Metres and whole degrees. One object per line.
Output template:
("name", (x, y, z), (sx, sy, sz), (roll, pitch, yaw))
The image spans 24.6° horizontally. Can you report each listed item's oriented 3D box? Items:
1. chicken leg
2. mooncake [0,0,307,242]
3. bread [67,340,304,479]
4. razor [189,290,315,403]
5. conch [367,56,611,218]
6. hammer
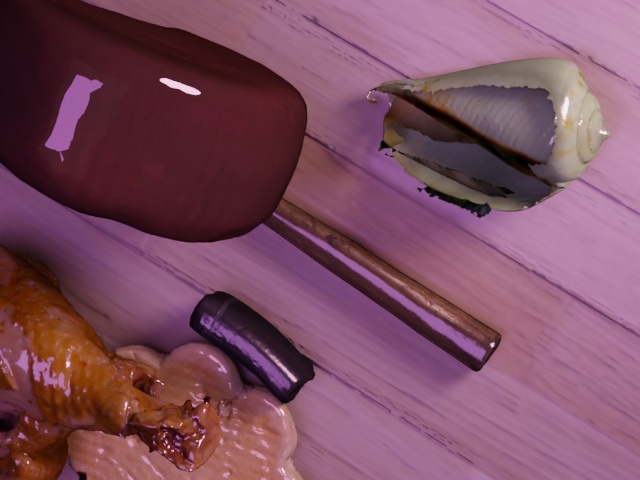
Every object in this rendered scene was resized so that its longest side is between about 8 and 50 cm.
("chicken leg", (-0.288, 0.180, 1.618), (0.409, 0.182, 0.295), (20, 108, 25))
("mooncake", (-0.189, -0.124, 1.422), (0.334, 0.326, 0.174), (25, 105, 14))
("bread", (-0.157, 0.257, 1.679), (0.316, 0.054, 0.316), (4, 101, 19))
("razor", (-0.072, 0.115, 1.603), (0.148, 0.090, 0.054), (39, 100, 7))
("conch", (0.163, -0.100, 1.454), (0.251, 0.137, 0.143), (-8, 99, 20))
("hammer", (0.000, 0.000, 1.579), (0.440, 0.044, 0.168), (33, 108, 9))
